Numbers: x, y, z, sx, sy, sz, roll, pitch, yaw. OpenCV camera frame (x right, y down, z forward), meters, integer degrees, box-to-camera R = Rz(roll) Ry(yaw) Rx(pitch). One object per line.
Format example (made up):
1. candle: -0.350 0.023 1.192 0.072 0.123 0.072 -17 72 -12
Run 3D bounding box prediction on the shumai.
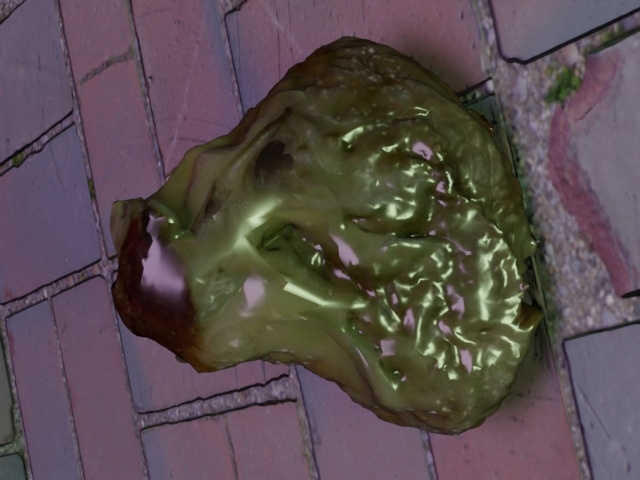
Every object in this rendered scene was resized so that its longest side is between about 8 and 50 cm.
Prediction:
1. shumai: -0.002 0.000 1.130 0.217 0.283 0.346 -30 70 57
